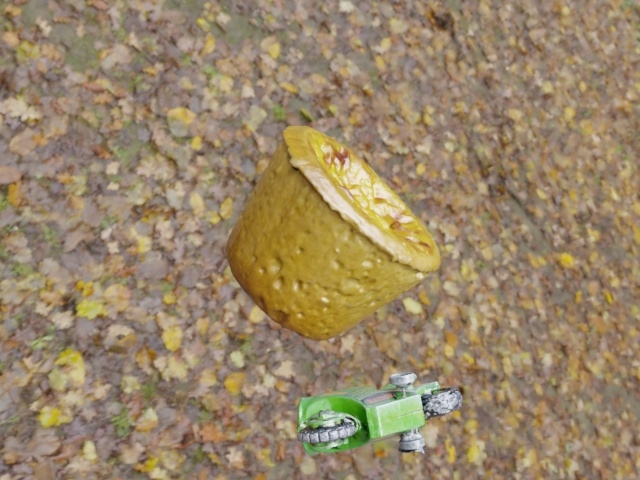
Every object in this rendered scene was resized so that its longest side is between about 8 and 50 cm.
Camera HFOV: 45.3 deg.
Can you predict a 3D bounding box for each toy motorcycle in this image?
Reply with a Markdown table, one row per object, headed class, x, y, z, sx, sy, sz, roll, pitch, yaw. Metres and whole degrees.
| class | x | y | z | sx | sy | sz | roll | pitch | yaw |
| --- | --- | --- | --- | --- | --- | --- | --- | --- | --- |
| toy motorcycle | 0.046 | 0.169 | 0.735 | 0.190 | 0.106 | 0.074 | -5 | 83 | -36 |

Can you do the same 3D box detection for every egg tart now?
| class | x | y | z | sx | sy | sz | roll | pitch | yaw |
| --- | --- | --- | --- | --- | --- | --- | --- | --- | --- |
| egg tart | 0.000 | 0.000 | 0.752 | 0.202 | 0.147 | 0.203 | 40 | 17 | -15 |
